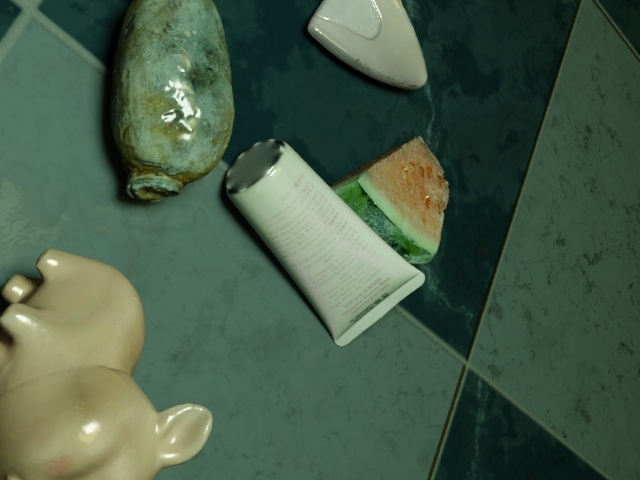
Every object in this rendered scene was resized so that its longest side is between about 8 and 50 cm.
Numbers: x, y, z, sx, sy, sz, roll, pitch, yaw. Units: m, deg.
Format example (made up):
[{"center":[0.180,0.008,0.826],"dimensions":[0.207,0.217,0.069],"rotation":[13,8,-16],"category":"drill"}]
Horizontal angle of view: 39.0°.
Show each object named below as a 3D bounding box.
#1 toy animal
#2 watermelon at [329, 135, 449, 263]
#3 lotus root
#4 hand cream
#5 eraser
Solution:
[{"center":[-0.289,0.174,1.063],"dimensions":[0.269,0.237,0.326],"rotation":[43,32,-22],"category":"toy animal"},{"center":[0.130,-0.077,1.561],"dimensions":[0.193,0.139,0.257],"rotation":[53,44,-17],"category":"watermelon"},{"center":[-0.203,-0.230,1.254],"dimensions":[0.175,0.175,0.350],"rotation":[5,81,-41],"category":"lotus root"},{"center":[0.000,0.000,1.425],"dimensions":[0.185,0.118,0.359],"rotation":[-40,116,2],"category":"hand cream"},{"center":[0.095,-0.355,1.599],"dimensions":[0.243,0.059,0.204],"rotation":[44,57,-24],"category":"eraser"}]
